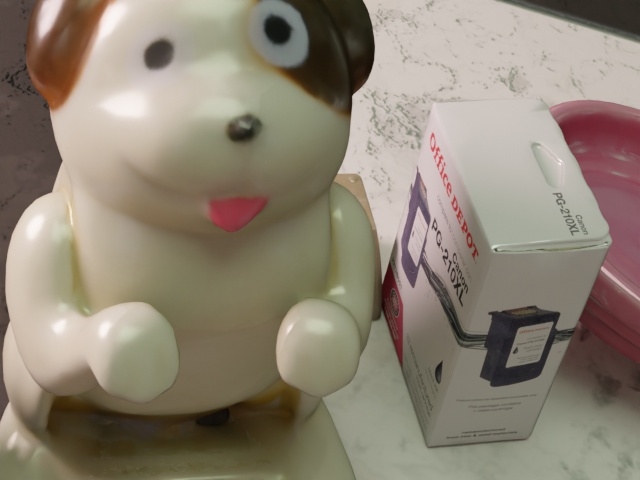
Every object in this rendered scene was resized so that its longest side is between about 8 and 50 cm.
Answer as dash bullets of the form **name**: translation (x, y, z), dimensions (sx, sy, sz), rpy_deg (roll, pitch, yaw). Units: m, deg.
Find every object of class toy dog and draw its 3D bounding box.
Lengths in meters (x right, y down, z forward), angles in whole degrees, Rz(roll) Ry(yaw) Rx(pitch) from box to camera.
- **toy dog**: translation (-0.083, -0.020, 1.002), dimensions (0.284, 0.408, 0.395), rpy_deg (6, 45, -8)

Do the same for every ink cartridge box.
- **ink cartridge box**: translation (0.132, 0.026, 1.125), dimensions (0.100, 0.237, 0.172), rpy_deg (-3, 46, -15)

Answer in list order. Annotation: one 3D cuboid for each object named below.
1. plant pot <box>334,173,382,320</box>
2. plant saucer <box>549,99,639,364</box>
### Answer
- **plant pot**: translation (0.000, 0.000, 1.223), dimensions (0.109, 0.096, 0.109), rpy_deg (-1, 46, -14)
- **plant saucer**: translation (0.311, 0.010, 1.247), dimensions (0.332, 0.084, 0.332), rpy_deg (20, 37, -16)
